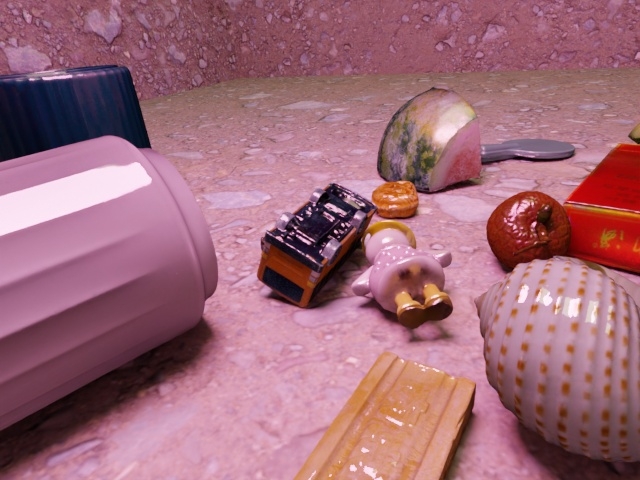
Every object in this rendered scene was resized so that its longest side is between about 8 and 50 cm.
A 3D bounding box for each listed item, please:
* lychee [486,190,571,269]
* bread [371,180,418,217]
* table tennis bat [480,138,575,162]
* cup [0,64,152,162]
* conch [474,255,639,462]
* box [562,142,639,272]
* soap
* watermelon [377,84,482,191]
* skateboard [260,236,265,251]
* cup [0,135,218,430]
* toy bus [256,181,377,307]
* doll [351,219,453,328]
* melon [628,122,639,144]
[{"bbox_3d":[0.272,-0.005,0.564,0.114,0.101,0.140,-48,15,0],"label":"lychee"},{"bbox_3d":[0.135,-0.077,0.798,0.083,0.044,0.111,-7,25,6],"label":"bread"},{"bbox_3d":[0.464,-0.211,1.005,0.244,0.040,0.153,-9,26,-16],"label":"table tennis bat"},{"bbox_3d":[-0.404,-0.138,0.747,0.242,0.292,0.308,-9,26,-9],"label":"cup"},{"bbox_3d":[0.214,0.101,0.340,0.200,0.131,0.172,47,26,25],"label":"conch"},{"bbox_3d":[0.497,-0.053,0.628,0.197,0.089,0.313,16,35,40],"label":"box"},{"bbox_3d":[0.034,0.182,0.316,0.092,0.037,0.252,10,31,31],"label":"soap"},{"bbox_3d":[0.225,-0.216,0.965,0.180,0.224,0.305,34,13,-22],"label":"watermelon"},{"bbox_3d":[-0.054,0.016,0.641,0.032,0.064,0.083,-2,14,37],"label":"skateboard"},{"bbox_3d":[-0.316,0.052,0.466,0.326,0.237,0.322,-29,8,-36],"label":"cup"},{"bbox_3d":[0.000,0.000,0.604,0.091,0.103,0.182,30,39,13],"label":"toy bus"},{"bbox_3d":[0.098,0.033,0.549,0.129,0.081,0.207,-19,24,2],"label":"doll"},{"bbox_3d":[0.723,-0.163,0.720,0.323,0.124,0.196,21,-3,-1],"label":"melon"}]
